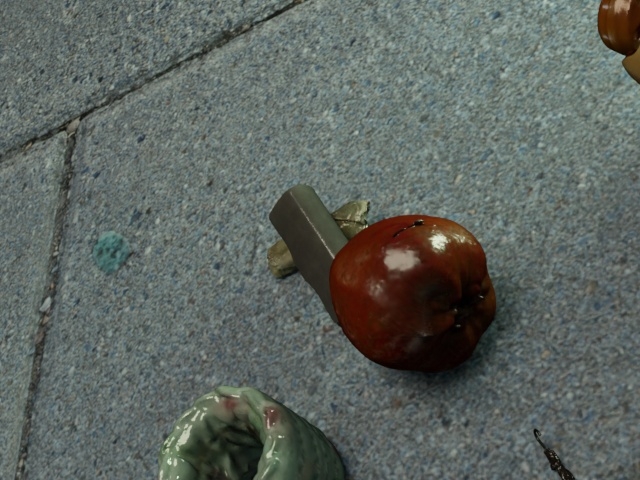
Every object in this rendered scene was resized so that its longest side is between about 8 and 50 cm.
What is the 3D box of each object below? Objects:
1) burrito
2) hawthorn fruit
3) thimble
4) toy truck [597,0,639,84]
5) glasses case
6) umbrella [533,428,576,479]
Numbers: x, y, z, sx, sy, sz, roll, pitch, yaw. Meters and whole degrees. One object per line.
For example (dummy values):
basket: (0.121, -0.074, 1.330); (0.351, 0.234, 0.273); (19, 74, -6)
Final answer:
burrito: (-0.001, -0.001, 1.658); (0.171, 0.042, 0.051); (-23, 56, 28)
hawthorn fruit: (0.093, 0.052, 1.433); (0.202, 0.185, 0.185); (21, 74, 51)
thimble: (-0.082, 0.279, 1.426); (0.185, 0.149, 0.211); (0, 60, 38)
toy truck: (0.432, -0.240, 1.347); (0.204, 0.211, 0.288); (16, 73, 46)
glasses case: (0.001, 0.016, 1.602); (0.072, 0.042, 0.191); (-50, 54, 24)
umbrella: (0.246, 0.236, 1.277); (0.013, 0.022, 0.122); (-24, 51, -12)
